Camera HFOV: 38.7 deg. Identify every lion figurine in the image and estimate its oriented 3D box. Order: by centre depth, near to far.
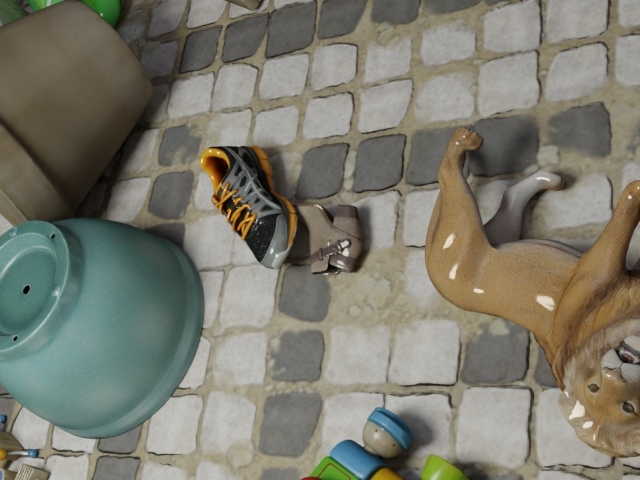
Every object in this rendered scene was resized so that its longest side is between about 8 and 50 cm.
[{"bbox_3d":[0.221,0.041,0.927,0.392,0.142,0.240,27,90,52],"label":"lion figurine"}]

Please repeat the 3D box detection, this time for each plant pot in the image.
[{"bbox_3d":[-0.328,0.090,1.180,0.293,0.196,0.293,-14,60,26],"label":"plant pot"},{"bbox_3d":[-0.409,-0.191,1.333,0.280,0.323,0.323,-45,50,-18],"label":"plant pot"}]

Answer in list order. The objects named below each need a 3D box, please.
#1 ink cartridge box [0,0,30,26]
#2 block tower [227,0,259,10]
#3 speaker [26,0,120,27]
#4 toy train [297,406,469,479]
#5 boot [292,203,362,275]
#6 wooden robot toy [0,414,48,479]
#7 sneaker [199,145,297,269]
[{"bbox_3d":[-0.515,-0.315,1.520,0.092,0.158,0.218,-39,52,10],"label":"ink cartridge box"},{"bbox_3d":[-0.050,-0.513,1.375,0.097,0.091,0.335,33,86,43],"label":"block tower"},{"bbox_3d":[-0.457,-0.455,1.577,0.131,0.131,0.296,-47,52,3],"label":"speaker"},{"bbox_3d":[0.098,0.276,0.896,0.248,0.105,0.143,28,70,38],"label":"toy train"},{"bbox_3d":[0.000,0.000,1.125,0.118,0.042,0.087,-1,74,39],"label":"boot"},{"bbox_3d":[-0.447,0.288,1.227,0.173,0.079,0.076,30,84,38],"label":"wooden robot toy"},{"bbox_3d":[-0.095,-0.044,1.162,0.084,0.083,0.215,-58,41,29],"label":"sneaker"}]
